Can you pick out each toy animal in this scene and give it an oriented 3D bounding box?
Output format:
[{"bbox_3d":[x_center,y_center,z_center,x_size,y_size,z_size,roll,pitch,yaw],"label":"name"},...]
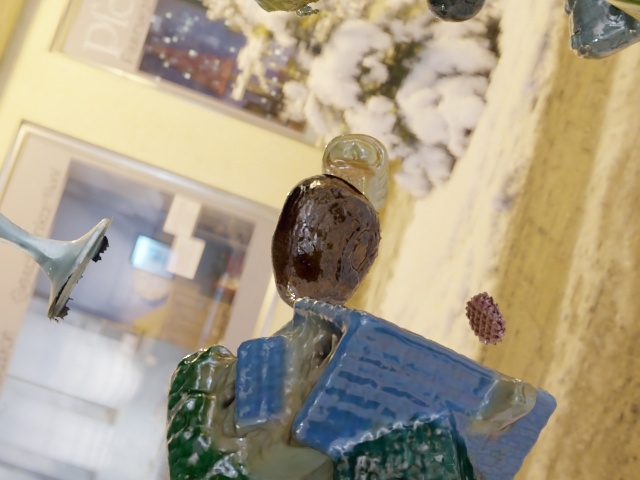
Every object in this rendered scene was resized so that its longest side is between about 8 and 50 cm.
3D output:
[{"bbox_3d":[0.440,-0.319,1.423,0.138,0.236,0.108,23,-128,-80],"label":"toy animal"}]

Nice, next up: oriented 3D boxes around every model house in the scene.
[{"bbox_3d":[0.047,0.265,1.138,0.342,0.335,0.382,-39,36,38],"label":"model house"}]

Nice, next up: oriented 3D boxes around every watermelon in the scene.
[{"bbox_3d":[0.221,-0.398,1.707,0.133,0.105,0.105,-117,45,-60],"label":"watermelon"}]

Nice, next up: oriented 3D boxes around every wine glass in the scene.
[{"bbox_3d":[-0.396,-0.039,1.181,0.143,0.321,0.143,-60,8,14],"label":"wine glass"}]

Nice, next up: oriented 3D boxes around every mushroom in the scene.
[{"bbox_3d":[0.014,0.003,1.642,0.194,0.138,0.231,77,-151,-59],"label":"mushroom"}]

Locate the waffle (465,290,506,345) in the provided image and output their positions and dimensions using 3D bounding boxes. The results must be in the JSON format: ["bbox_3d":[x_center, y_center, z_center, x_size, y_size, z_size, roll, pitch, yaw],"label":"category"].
[{"bbox_3d":[0.250,0.121,1.605,0.083,0.029,0.075,64,155,11],"label":"waffle"}]

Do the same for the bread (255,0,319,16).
[{"bbox_3d":[-0.064,-0.294,1.064,0.110,0.156,0.103,-21,-7,-37],"label":"bread"}]

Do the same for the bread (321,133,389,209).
[{"bbox_3d":[0.061,-0.117,1.820,0.177,0.119,0.084,91,-170,-58],"label":"bread"}]

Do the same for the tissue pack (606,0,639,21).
[{"bbox_3d":[0.386,-0.225,0.873,0.200,0.275,0.167,26,100,47],"label":"tissue pack"}]
